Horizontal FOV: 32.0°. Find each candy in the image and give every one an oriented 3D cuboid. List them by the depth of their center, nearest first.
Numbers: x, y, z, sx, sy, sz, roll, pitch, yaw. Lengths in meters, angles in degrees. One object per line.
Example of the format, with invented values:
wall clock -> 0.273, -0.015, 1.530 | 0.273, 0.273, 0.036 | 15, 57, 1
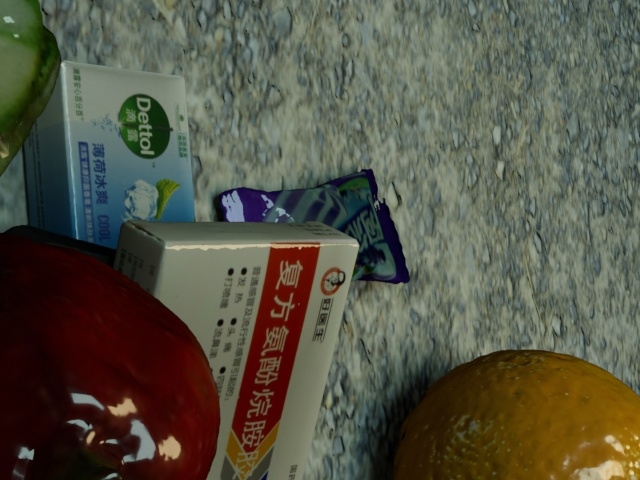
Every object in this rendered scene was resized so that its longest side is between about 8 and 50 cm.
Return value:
candy -> 0.000, 0.000, 1.217 | 0.275, 0.070, 0.145 | -12, 84, -47

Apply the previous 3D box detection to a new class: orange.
orange -> 0.253, 0.292, 1.276 | 0.340, 0.293, 0.341 | 8, 79, -47

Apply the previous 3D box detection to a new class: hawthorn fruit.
hawthorn fruit -> -0.186, 0.126, 0.684 | 0.265, 0.307, 0.265 | -3, 96, -26

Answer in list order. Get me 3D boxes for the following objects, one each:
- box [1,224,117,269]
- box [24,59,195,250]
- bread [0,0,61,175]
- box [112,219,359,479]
box -> -0.152, 0.123, 0.962 | 0.350, 0.058, 0.211 | 17, 94, -48
box -> -0.187, -0.053, 1.001 | 0.139, 0.073, 0.194 | -1, 83, -48
bread -> -0.370, -0.150, 0.727 | 0.382, 0.129, 0.366 | 31, 52, -28
box -> -0.097, 0.157, 0.948 | 0.214, 0.069, 0.353 | -1, 111, -45
